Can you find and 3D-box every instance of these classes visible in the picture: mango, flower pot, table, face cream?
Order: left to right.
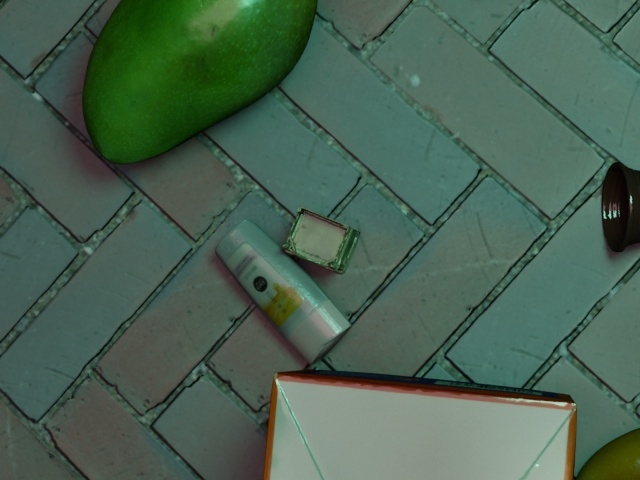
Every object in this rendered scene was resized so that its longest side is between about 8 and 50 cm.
[{"bbox_3d":[-0.156,-0.252,1.659,0.225,0.201,0.382,42,96,1],"label":"mango"},{"bbox_3d":[-0.051,0.065,1.682,0.198,0.057,0.084,47,115,12],"label":"face cream"},{"bbox_3d":[0.000,0.000,1.667,0.079,0.083,0.062,22,89,11],"label":"table"},{"bbox_3d":[0.384,0.285,1.578,0.184,0.085,0.102,-31,85,17],"label":"mango"},{"bbox_3d":[0.405,-0.042,1.597,0.089,0.111,0.111,-1,85,-5],"label":"flower pot"}]

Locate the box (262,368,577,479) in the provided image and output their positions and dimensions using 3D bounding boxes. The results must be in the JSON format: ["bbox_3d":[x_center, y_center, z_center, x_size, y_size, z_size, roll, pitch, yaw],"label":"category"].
[{"bbox_3d":[0.117,0.322,1.534,0.348,0.257,0.319,4,87,10],"label":"box"}]
